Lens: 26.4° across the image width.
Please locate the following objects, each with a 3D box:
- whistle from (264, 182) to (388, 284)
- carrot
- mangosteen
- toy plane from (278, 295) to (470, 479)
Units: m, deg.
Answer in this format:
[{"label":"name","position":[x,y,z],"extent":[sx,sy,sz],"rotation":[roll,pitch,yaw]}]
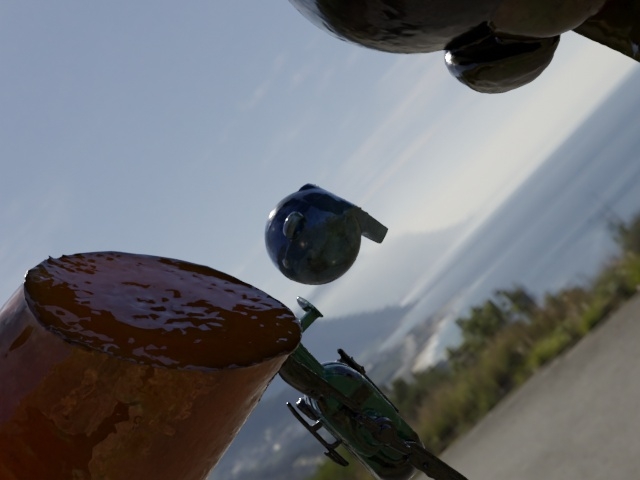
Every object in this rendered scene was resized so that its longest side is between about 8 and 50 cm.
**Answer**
[{"label":"whistle","position":[0.000,0.000,1.174],"extent":[0.090,0.090,0.158],"rotation":[-45,-22,5]},{"label":"carrot","position":[-0.187,0.146,0.983],"extent":[0.331,0.214,0.193],"rotation":[-57,16,19]},{"label":"mangosteen","position":[0.139,-0.321,1.219],"extent":[0.382,0.435,0.382],"rotation":[-49,25,32]},{"label":"toy plane","position":[0.025,0.176,1.549],"extent":[0.106,0.381,0.155],"rotation":[-45,26,-11]}]
